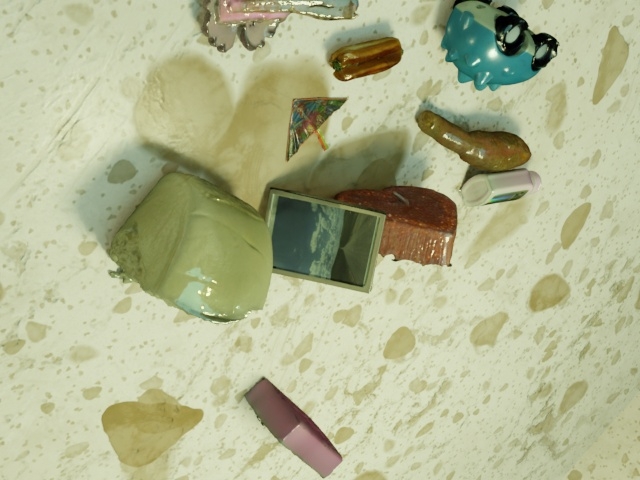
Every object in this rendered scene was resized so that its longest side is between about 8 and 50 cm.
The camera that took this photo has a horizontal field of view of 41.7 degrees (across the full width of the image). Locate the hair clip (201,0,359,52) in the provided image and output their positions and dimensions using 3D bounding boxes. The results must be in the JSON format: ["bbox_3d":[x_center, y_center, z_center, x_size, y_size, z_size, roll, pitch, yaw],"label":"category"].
[{"bbox_3d":[-0.077,-0.432,1.550,0.300,0.069,0.173,-7,121,-24],"label":"hair clip"}]

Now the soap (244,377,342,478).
[{"bbox_3d":[-0.063,0.471,2.102,0.081,0.181,0.259,-43,136,-4],"label":"soap"}]

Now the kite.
[{"bbox_3d":[-0.017,-0.244,1.772,0.190,0.010,0.159,-46,137,-2],"label":"kite"}]

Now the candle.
[{"bbox_3d":[0.189,-0.042,1.887,0.317,0.287,0.131,-6,117,-33],"label":"candle"}]

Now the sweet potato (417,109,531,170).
[{"bbox_3d":[0.378,-0.228,2.037,0.385,0.109,0.109,7,114,-38],"label":"sweet potato"}]

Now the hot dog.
[{"bbox_3d":[0.092,-0.376,1.735,0.188,0.055,0.072,-19,126,-28],"label":"hot dog"}]

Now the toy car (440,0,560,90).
[{"bbox_3d":[0.375,-0.420,1.843,0.255,0.188,0.190,9,121,-45],"label":"toy car"}]

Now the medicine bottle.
[{"bbox_3d":[0.476,-0.140,2.169,0.219,0.078,0.115,-10,166,-34],"label":"medicine bottle"}]

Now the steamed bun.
[{"bbox_3d":[-0.221,0.037,1.617,0.290,0.272,0.273,16,107,-48],"label":"steamed bun"}]

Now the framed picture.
[{"bbox_3d":[0.000,0.000,1.804,0.260,0.023,0.189,13,106,4],"label":"framed picture"}]
